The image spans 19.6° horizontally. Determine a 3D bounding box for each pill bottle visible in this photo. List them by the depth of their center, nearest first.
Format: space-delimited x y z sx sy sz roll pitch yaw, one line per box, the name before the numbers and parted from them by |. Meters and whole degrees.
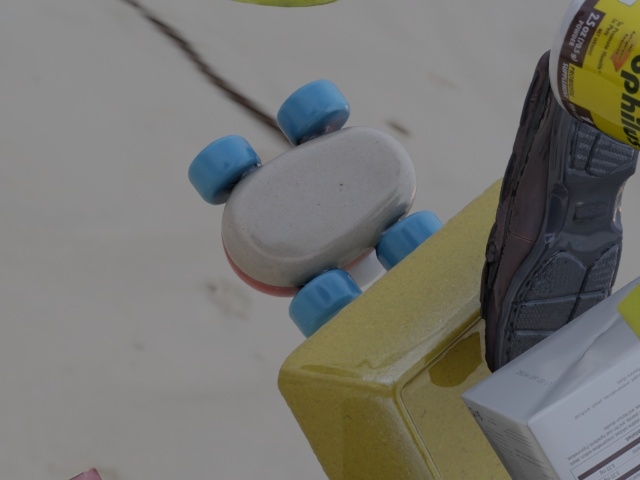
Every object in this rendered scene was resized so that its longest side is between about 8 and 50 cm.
pill bottle | 0.266 -0.100 1.253 0.117 0.117 0.215 9 18 -47

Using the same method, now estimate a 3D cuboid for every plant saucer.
plant saucer | 0.162 0.161 1.687 0.081 0.333 0.333 2 -56 53

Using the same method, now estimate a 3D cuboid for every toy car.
toy car | 0.000 0.000 1.924 0.219 0.210 0.238 53 -13 19

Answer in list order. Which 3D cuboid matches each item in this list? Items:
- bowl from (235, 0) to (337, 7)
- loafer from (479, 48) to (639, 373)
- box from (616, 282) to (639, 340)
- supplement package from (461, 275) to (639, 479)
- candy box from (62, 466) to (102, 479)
bowl | -0.070 -0.306 1.302 0.289 0.156 0.289 17 32 -11
loafer | 0.196 -0.018 1.575 0.109 0.302 0.095 -1 26 -30
box | 0.218 0.051 0.748 0.232 0.058 0.087 12 38 -51
supplement package | 0.268 0.176 1.330 0.263 0.198 0.199 58 -6 -6
candy box | -0.316 0.291 1.421 0.087 0.316 0.183 63 20 2
